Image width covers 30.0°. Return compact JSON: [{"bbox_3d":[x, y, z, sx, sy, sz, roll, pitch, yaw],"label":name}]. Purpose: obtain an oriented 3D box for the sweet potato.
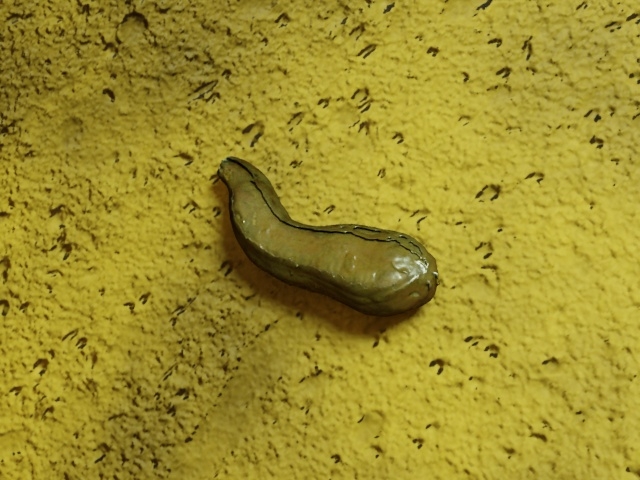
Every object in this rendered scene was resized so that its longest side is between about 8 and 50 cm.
[{"bbox_3d":[-0.005,0.004,1.012,0.233,0.062,0.081,26,72,25],"label":"sweet potato"}]
